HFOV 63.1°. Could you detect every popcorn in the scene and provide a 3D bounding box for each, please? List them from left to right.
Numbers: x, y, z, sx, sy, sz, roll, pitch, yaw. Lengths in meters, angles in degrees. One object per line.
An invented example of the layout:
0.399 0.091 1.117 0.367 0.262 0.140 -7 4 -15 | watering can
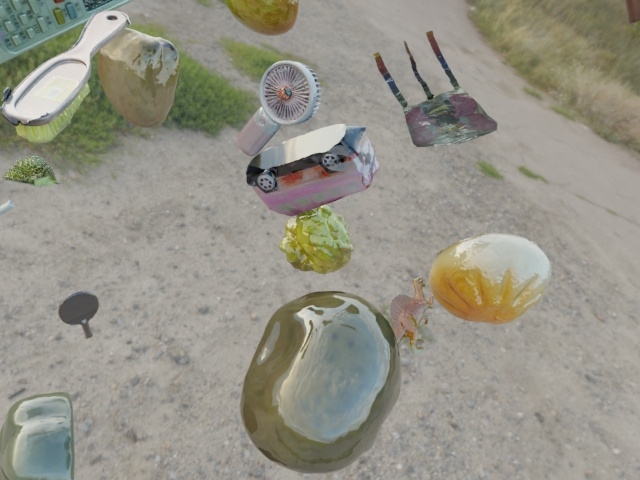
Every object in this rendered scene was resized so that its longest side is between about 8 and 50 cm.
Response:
-0.004 0.000 1.362 0.197 0.155 0.198 29 41 -29 | popcorn

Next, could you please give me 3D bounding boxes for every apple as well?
-0.131 -0.580 1.200 0.195 0.196 0.196 18 35 -13 | apple

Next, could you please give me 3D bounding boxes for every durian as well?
-0.900 -0.217 1.630 0.137 0.096 0.220 13 -2 -8 | durian

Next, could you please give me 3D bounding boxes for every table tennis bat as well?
-0.642 0.235 1.438 0.107 0.170 0.119 -25 44 -30 | table tennis bat

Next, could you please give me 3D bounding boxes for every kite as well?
0.237 -0.295 1.111 0.360 0.204 0.022 35 54 -49 | kite

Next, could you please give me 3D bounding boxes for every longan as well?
0.003 0.257 0.981 0.288 0.288 0.350 29 57 4 | longan

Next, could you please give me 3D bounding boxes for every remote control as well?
-0.480 -0.410 0.879 0.050 0.145 0.344 38 64 21 | remote control

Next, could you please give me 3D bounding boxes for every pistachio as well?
-0.504 -0.444 1.446 0.212 0.261 0.163 1 24 -24 | pistachio

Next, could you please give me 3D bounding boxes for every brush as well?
-0.344 -0.238 0.737 0.071 0.067 0.313 12 47 -4 | brush

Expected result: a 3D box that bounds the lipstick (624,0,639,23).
0.494 -0.537 0.834 0.057 0.057 0.357 -34 110 -52 | lipstick

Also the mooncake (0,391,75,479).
-0.556 0.439 1.012 0.135 0.275 0.275 8 38 -34 | mooncake

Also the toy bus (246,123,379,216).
-0.021 -0.160 1.210 0.147 0.302 0.128 56 34 -29 | toy bus

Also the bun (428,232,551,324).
0.425 0.122 1.300 0.298 0.299 0.165 15 57 -17 | bun

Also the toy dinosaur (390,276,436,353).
0.189 0.172 1.139 0.212 0.057 0.143 -20 92 -43 | toy dinosaur

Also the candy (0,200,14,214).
-0.767 0.017 1.026 0.124 0.365 0.124 59 1 -1 | candy

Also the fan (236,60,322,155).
-0.098 -0.275 1.122 0.130 0.244 0.074 51 31 6 | fan
